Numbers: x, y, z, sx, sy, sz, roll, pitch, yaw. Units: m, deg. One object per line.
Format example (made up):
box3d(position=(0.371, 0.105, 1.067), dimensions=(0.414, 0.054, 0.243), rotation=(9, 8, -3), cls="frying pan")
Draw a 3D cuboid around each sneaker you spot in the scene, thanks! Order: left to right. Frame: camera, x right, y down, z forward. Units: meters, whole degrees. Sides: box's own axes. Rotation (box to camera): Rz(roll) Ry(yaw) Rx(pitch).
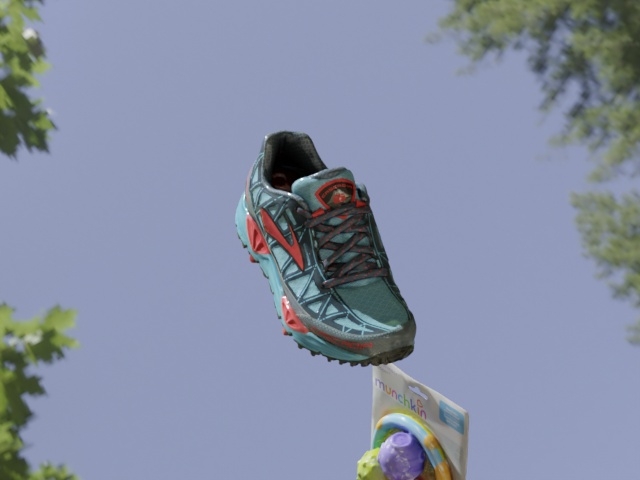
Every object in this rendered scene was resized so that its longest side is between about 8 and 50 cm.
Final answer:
box3d(position=(0.000, 0.000, 1.269), dimensions=(0.104, 0.262, 0.125), rotation=(-13, -46, -28), cls="sneaker")

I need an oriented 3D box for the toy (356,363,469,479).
box3d(position=(0.076, 0.241, 1.399), dimensions=(0.056, 0.137, 0.237), rotation=(-23, -55, -32), cls="toy")
